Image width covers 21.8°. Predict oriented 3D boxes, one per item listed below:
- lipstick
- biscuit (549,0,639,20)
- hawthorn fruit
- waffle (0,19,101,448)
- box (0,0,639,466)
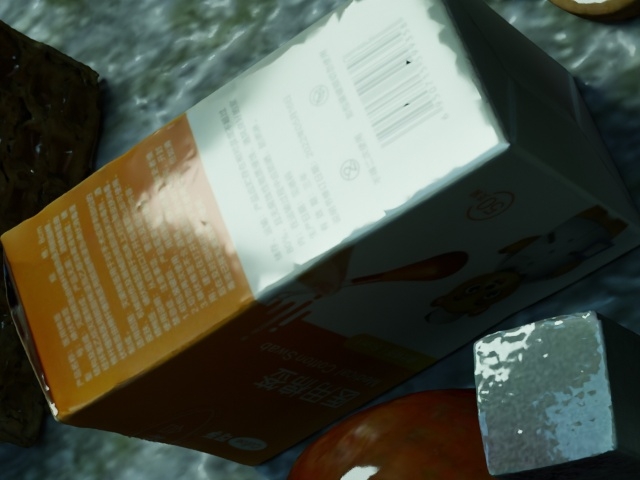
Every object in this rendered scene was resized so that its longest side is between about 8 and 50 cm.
[{"bbox_3d":[0.176,0.105,0.842,0.066,0.317,0.068,-15,67,28],"label":"lipstick"},{"bbox_3d":[0.180,-0.248,1.118,0.333,0.047,0.202,13,82,35],"label":"biscuit"},{"bbox_3d":[0.075,0.182,0.932,0.215,0.249,0.215,-12,74,48],"label":"hawthorn fruit"},{"bbox_3d":[-0.273,-0.013,1.238,0.091,0.213,0.308,1,75,30],"label":"waffle"},{"bbox_3d":[0.000,0.000,1.047,0.341,0.225,0.143,-31,62,21],"label":"box"}]
